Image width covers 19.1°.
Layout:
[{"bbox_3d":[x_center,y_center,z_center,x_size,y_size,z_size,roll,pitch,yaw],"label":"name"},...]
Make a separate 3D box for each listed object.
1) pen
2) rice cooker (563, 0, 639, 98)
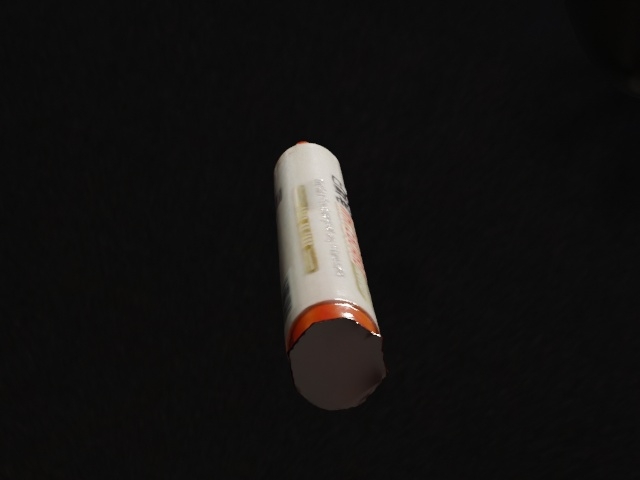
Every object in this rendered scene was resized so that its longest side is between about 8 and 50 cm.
[{"bbox_3d":[0.000,0.000,0.570,0.026,0.218,0.026,-1,-73,-2],"label":"pen"},{"bbox_3d":[0.151,-0.135,0.322,0.317,0.264,0.316,-1,-130,1],"label":"rice cooker"}]
